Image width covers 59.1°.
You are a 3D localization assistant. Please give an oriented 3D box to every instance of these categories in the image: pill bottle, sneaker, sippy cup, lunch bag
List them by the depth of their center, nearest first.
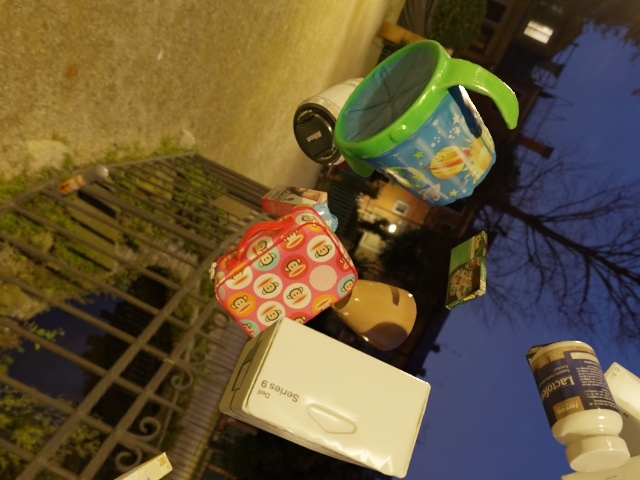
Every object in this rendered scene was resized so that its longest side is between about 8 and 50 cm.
[{"bbox_3d":[0.181,-0.185,0.991,0.240,0.224,0.305,-50,-152,4],"label":"sippy cup"},{"bbox_3d":[-0.090,0.068,1.253,0.293,0.258,0.120,-33,-148,3],"label":"lunch bag"},{"bbox_3d":[0.594,0.379,1.297,0.265,0.153,0.153,-93,-161,-44],"label":"pill bottle"},{"bbox_3d":[0.000,0.000,1.543,0.091,0.126,0.240,48,-25,51],"label":"sneaker"}]

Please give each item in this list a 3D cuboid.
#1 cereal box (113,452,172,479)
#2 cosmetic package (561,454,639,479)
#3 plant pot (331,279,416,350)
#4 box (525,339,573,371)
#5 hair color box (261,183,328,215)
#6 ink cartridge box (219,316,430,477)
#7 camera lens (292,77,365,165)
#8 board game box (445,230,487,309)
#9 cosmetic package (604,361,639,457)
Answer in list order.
[{"bbox_3d":[-0.431,0.516,1.116,0.173,0.047,0.240,-33,170,19],"label":"cereal box"},{"bbox_3d":[0.740,0.634,1.353,0.224,0.224,0.138,-28,-137,23],"label":"cosmetic package"},{"bbox_3d":[0.164,0.238,2.001,0.237,0.254,0.237,-36,-141,37],"label":"plant pot"},{"bbox_3d":[0.802,0.441,1.902,0.147,0.180,0.077,-21,-177,40],"label":"box"},{"bbox_3d":[-0.073,-0.109,1.617,0.093,0.167,0.053,-49,143,-47],"label":"hair color box"},{"bbox_3d":[-0.010,0.218,0.778,0.122,0.211,0.289,-67,-172,-21],"label":"ink cartridge box"},{"bbox_3d":[0.065,-0.377,1.787,0.274,0.219,0.219,-37,160,-39],"label":"camera lens"},{"bbox_3d":[0.461,0.092,1.775,0.136,0.030,0.260,-38,-158,41],"label":"board game box"},{"bbox_3d":[1.106,0.628,1.924,0.156,0.385,0.217,-36,147,-27],"label":"cosmetic package"}]
